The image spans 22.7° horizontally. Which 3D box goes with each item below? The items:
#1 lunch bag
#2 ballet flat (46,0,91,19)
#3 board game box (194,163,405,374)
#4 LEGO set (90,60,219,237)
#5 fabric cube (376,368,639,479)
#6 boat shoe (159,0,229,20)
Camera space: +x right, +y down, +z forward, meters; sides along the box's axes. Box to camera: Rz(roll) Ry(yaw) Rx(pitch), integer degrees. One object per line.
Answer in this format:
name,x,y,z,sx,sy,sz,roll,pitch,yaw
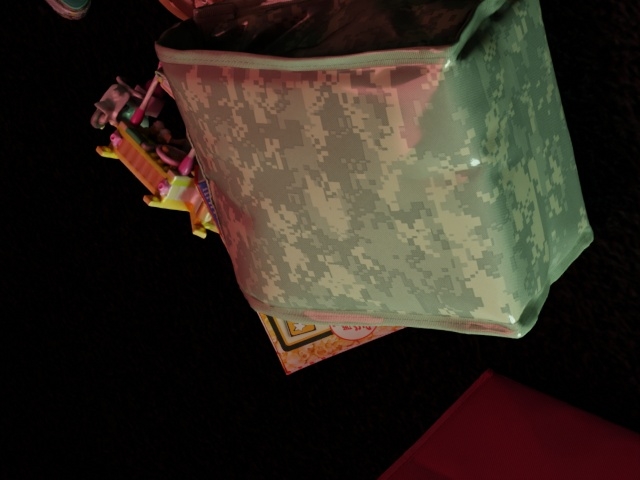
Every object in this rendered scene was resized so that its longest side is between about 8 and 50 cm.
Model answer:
lunch bag,0.029,-0.066,1.177,0.287,0.169,0.235,2,123,34
ballet flat,-0.257,-0.245,1.473,0.114,0.041,0.041,45,146,8
board game box,0.000,0.000,1.328,0.045,0.147,0.193,-98,-14,-66
LEGO set,-0.076,-0.069,1.385,0.287,0.132,0.107,34,109,16
fabric cube,0.181,0.309,1.312,0.258,0.259,0.254,22,139,35
boat shoe,-0.065,-0.191,1.277,0.207,0.073,0.073,45,145,-6
